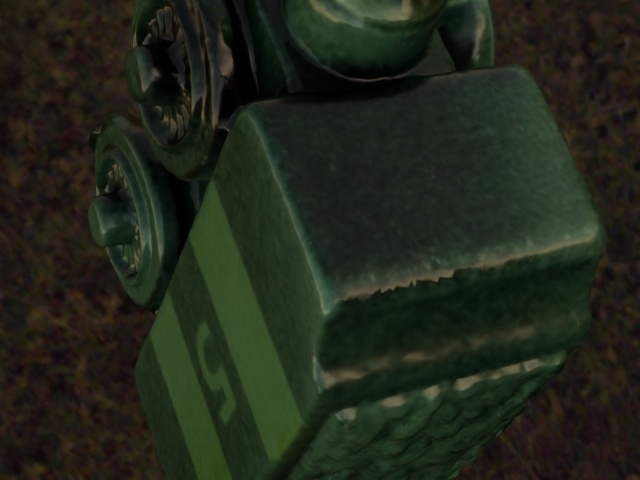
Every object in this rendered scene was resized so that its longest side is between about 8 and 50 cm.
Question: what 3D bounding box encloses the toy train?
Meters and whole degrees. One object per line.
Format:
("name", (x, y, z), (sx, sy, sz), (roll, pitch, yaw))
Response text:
("toy train", (0.000, 0.000, 0.612), (0.166, 0.299, 0.238), (-12, 66, -23))
